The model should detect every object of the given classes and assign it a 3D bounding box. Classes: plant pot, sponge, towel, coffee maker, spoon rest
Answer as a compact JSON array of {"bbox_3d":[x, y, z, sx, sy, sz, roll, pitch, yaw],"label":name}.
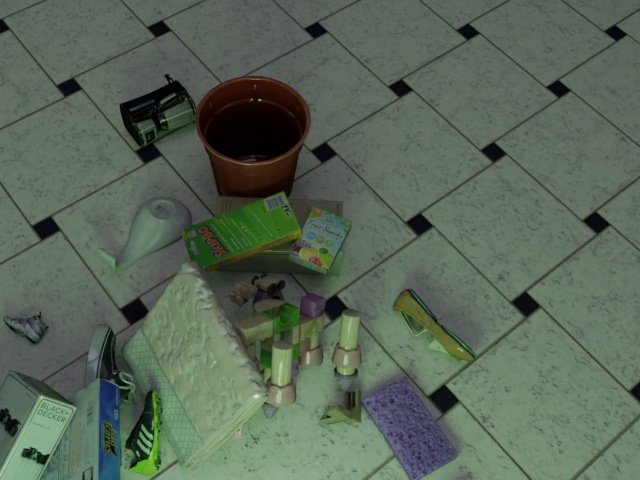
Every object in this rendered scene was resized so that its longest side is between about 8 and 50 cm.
[{"bbox_3d":[-0.165,-0.218,1.919,0.272,0.265,0.272,2,59,-3],"label":"plant pot"},{"bbox_3d":[0.193,0.412,1.688,0.117,0.031,0.210,-25,64,-18],"label":"sponge"},{"bbox_3d":[-0.270,0.263,1.595,0.053,0.317,0.332,-4,54,-50],"label":"towel"},{"bbox_3d":[-0.445,-0.348,2.084,0.178,0.120,0.171,-27,40,-20],"label":"coffee maker"},{"bbox_3d":[-0.433,-0.017,1.898,0.137,0.084,0.276,33,48,15],"label":"spoon rest"}]

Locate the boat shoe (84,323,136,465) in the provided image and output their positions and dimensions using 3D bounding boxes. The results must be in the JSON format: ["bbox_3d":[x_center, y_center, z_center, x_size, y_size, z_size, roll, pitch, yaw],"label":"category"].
[{"bbox_3d":[-0.449,0.329,1.650,0.104,0.113,0.306,2,60,-8],"label":"boat shoe"}]

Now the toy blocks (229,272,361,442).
[{"bbox_3d":[-0.102,0.264,1.677,0.309,0.260,0.288,20,25,36],"label":"toy blocks"}]

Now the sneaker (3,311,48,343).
[{"bbox_3d":[-0.669,0.186,1.770,0.098,0.038,0.069,32,59,4],"label":"sneaker"}]

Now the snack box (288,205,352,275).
[{"bbox_3d":[0.000,0.000,1.798,0.100,0.037,0.141,24,62,9],"label":"snack box"}]

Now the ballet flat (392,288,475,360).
[{"bbox_3d":[0.261,0.213,1.805,0.073,0.080,0.232,-45,65,4],"label":"ballet flat"}]

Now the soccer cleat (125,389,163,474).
[{"bbox_3d":[-0.366,0.399,1.599,0.072,0.060,0.179,3,95,-3],"label":"soccer cleat"}]

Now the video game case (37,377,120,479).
[{"bbox_3d":[-0.486,0.439,1.485,0.244,0.061,0.270,-33,46,22],"label":"video game case"}]

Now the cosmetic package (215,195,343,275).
[{"bbox_3d":[-0.101,-0.011,1.885,0.309,0.113,0.160,1,59,-2],"label":"cosmetic package"}]

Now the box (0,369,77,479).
[{"bbox_3d":[-0.609,0.418,1.502,0.169,0.087,0.290,12,73,46],"label":"box"}]

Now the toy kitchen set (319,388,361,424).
[{"bbox_3d":[0.038,0.360,1.692,0.068,0.083,0.075,-21,51,33],"label":"toy kitchen set"}]

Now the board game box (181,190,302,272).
[{"bbox_3d":[-0.184,-0.018,1.786,0.259,0.039,0.124,-20,57,-7],"label":"board game box"}]
